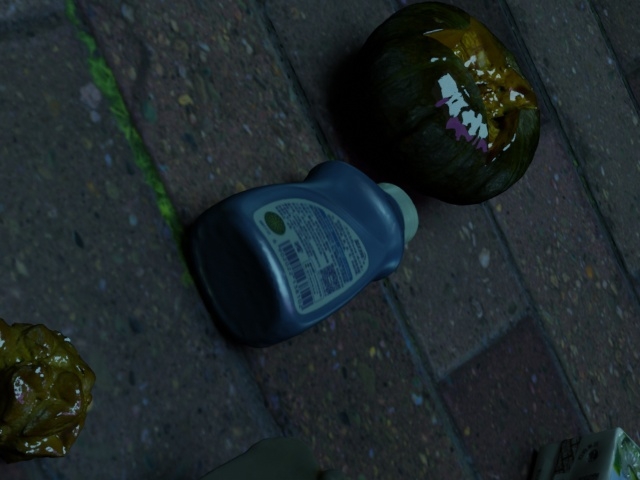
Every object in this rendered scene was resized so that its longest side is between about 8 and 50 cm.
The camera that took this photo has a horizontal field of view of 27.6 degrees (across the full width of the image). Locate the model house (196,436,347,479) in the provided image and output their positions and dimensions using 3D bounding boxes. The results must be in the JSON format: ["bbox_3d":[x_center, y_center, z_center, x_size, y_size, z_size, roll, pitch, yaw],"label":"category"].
[{"bbox_3d":[-0.048,0.316,1.022,0.220,0.199,0.229,-17,129,-22],"label":"model house"}]

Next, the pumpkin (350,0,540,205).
[{"bbox_3d":[0.135,-0.149,1.445,0.238,0.159,0.238,36,37,-33],"label":"pumpkin"}]

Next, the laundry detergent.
[{"bbox_3d":[0.000,0.000,1.283,0.290,0.094,0.143,-24,85,-54],"label":"laundry detergent"}]

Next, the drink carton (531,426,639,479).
[{"bbox_3d":[0.365,0.390,1.469,0.324,0.132,0.194,45,45,-22],"label":"drink carton"}]

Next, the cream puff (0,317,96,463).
[{"bbox_3d":[-0.221,0.116,0.961,0.116,0.122,0.094,76,32,-43],"label":"cream puff"}]
